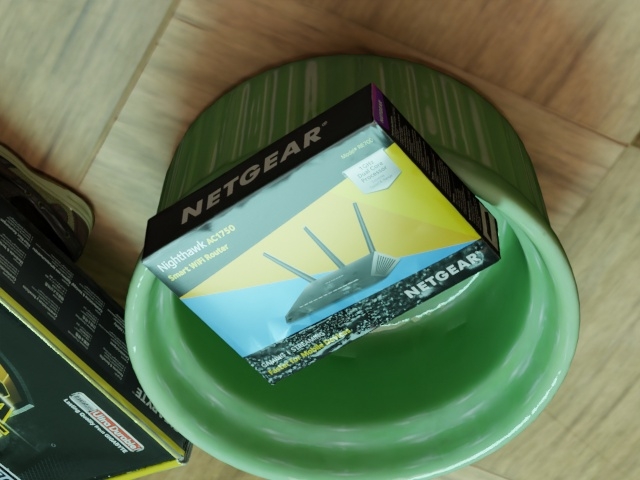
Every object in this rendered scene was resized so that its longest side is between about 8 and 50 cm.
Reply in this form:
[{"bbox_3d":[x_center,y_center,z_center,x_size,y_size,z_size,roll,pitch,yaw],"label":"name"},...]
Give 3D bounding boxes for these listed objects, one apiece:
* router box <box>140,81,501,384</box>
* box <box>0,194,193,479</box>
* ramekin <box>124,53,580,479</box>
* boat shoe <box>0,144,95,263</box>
[{"bbox_3d":[0.000,0.000,1.106,0.179,0.046,0.133,-31,123,23],"label":"router box"},{"bbox_3d":[-0.282,0.072,1.307,0.257,0.079,0.322,-18,129,34],"label":"box"},{"bbox_3d":[0.021,0.018,1.249,0.303,0.148,0.303,0,130,0],"label":"ramekin"},{"bbox_3d":[-0.229,-0.031,1.272,0.152,0.049,0.056,26,126,-19],"label":"boat shoe"}]
